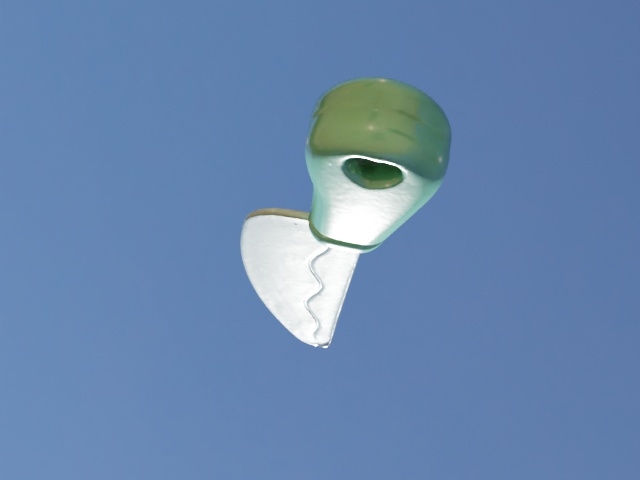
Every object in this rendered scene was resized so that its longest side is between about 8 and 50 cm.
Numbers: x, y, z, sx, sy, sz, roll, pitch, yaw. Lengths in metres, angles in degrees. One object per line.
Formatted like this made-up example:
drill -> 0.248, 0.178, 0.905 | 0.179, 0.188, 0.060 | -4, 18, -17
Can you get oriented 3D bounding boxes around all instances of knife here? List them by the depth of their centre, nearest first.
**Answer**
knife -> -0.001, -0.001, 0.818 | 0.260, 0.063, 0.034 | 118, -15, -66
